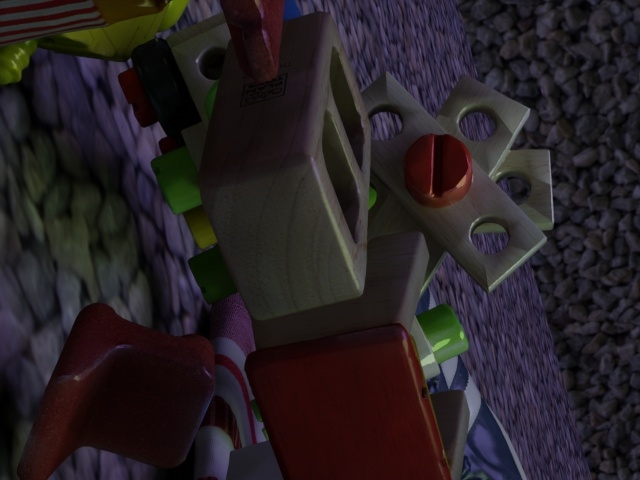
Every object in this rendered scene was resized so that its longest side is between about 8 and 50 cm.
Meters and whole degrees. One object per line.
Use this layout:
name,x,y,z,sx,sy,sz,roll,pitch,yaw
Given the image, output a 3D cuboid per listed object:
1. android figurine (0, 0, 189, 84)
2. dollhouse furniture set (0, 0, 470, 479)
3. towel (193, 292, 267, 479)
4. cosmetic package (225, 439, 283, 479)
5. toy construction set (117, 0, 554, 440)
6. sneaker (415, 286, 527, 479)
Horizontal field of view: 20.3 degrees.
android figurine,-0.103,-0.200,0.853,0.273,0.056,0.248,-66,152,-24
dollhouse furniture set,-0.082,-0.017,0.635,0.152,0.201,0.374,-84,160,-57
towel,-0.021,0.199,0.988,0.329,0.037,0.237,-90,162,-65
cosmetic package,-0.010,0.172,0.781,0.239,0.060,0.099,-84,159,-75
toy construction set,0.000,0.000,0.887,0.327,0.151,0.215,112,-44,-68
sneaker,0.032,0.084,1.129,0.350,0.131,0.148,63,-1,11
